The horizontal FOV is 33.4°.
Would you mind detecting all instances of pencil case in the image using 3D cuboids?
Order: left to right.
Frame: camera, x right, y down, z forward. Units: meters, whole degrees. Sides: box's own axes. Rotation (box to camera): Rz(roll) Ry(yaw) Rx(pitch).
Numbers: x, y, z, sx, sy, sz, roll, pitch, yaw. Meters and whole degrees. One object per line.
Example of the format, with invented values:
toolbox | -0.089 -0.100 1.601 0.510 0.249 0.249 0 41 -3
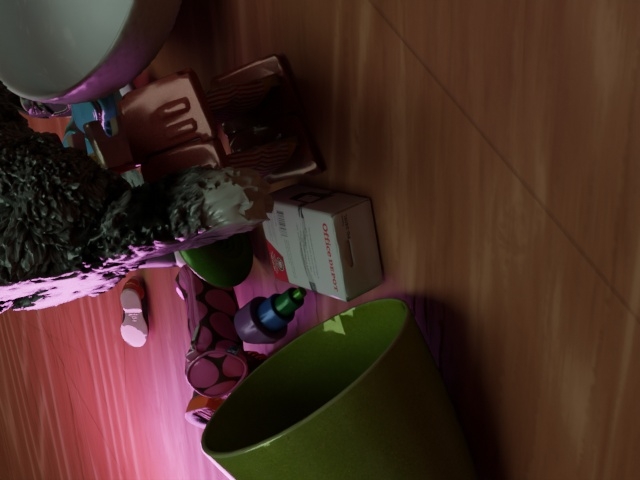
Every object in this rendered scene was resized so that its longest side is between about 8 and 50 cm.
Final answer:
pencil case | -0.154 0.111 1.466 0.095 0.098 0.209 -45 34 19

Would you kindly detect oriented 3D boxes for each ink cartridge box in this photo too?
ink cartridge box | 0.000 0.000 1.271 0.150 0.063 0.109 15 121 51

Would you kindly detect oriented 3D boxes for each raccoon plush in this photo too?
raccoon plush | -0.274 -0.099 1.140 0.216 0.446 0.299 33 -136 -77

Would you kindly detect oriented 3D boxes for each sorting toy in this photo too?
sorting toy | -0.121 -0.042 1.410 0.126 0.127 0.366 -38 75 33

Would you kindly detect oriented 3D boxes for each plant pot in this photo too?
plant pot | 0.060 0.263 1.199 0.294 0.275 0.274 56 150 -11

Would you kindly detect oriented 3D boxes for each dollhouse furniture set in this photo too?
dollhouse furniture set | -0.210 -0.090 1.277 0.374 0.201 0.152 -15 96 33

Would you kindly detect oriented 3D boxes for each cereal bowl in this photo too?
cereal bowl | -0.290 -0.337 1.358 0.338 0.141 0.339 -2 87 38

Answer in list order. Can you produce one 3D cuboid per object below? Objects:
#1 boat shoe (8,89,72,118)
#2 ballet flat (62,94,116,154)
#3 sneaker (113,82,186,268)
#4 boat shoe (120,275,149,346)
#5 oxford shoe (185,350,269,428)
boat shoe | -0.471 -0.239 1.803 0.223 0.073 0.080 13 121 53
ballet flat | -0.341 -0.181 1.636 0.083 0.087 0.247 34 151 3
sneaker | -0.294 -0.083 1.553 0.104 0.146 0.296 -109 5 -72
boat shoe | -0.320 0.125 1.846 0.043 0.049 0.137 -84 -4 -53
oxford shoe | -0.093 0.190 1.504 0.271 0.098 0.097 -23 134 41
